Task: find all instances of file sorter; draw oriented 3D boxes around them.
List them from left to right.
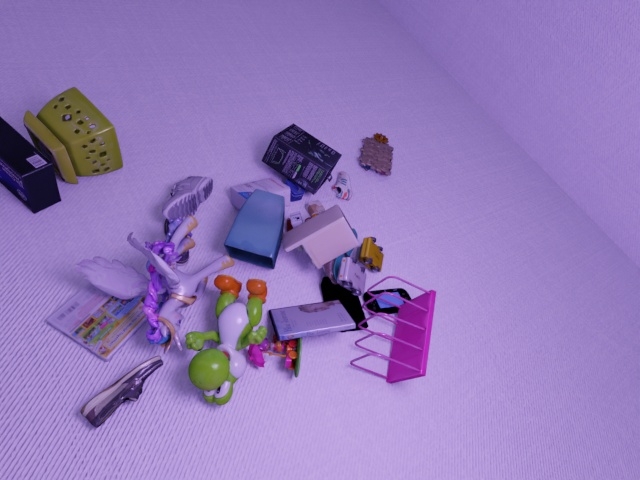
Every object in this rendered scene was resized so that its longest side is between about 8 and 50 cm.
[{"bbox_3d":[0.234,0.292,1.368,0.183,0.202,0.290,25,58,-12],"label":"file sorter"}]

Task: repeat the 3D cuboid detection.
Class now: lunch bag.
[{"bbox_3d":[-0.110,-0.214,1.727,0.067,0.065,0.098,-18,63,-32],"label":"lunch bag"}]

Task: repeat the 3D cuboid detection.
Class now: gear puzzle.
[{"bbox_3d":[0.285,-0.449,2.091,0.176,0.044,0.338,20,47,-6],"label":"gear puzzle"}]

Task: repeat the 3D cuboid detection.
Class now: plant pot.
[{"bbox_3d":[-0.851,-0.345,1.417,0.228,0.227,0.207,43,57,10],"label":"plant pot"},{"bbox_3d":[-0.208,-0.046,1.433,0.166,0.165,0.234,16,71,1],"label":"plant pot"}]

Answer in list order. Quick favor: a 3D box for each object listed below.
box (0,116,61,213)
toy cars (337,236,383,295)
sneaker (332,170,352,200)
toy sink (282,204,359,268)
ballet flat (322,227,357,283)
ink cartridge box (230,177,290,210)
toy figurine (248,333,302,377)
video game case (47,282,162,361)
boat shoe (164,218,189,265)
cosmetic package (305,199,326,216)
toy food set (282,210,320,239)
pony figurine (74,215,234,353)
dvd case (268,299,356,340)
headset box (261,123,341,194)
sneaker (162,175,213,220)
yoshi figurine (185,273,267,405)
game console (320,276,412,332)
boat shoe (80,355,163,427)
[{"bbox_3d":[-0.968,-0.240,1.308,0.261,0.184,0.103,39,52,8],"label":"box"},{"bbox_3d":[0.136,0.089,1.504,0.087,0.176,0.394,2,19,26],"label":"toy cars"},{"bbox_3d":[0.090,-0.252,1.846,0.076,0.057,0.161,6,56,-26],"label":"sneaker"},{"bbox_3d":[0.000,0.000,1.460,0.131,0.234,0.152,59,6,-21],"label":"toy sink"},{"bbox_3d":[0.058,0.062,1.562,0.107,0.106,0.316,68,29,-24],"label":"ballet flat"},{"bbox_3d":[-0.233,-0.173,1.603,0.191,0.082,0.140,-18,36,-34],"label":"ink cartridge box"},{"bbox_3d":[-0.145,0.338,1.285,0.160,0.129,0.173,7,31,-7],"label":"toy figurine"},{"bbox_3d":[-0.630,0.211,1.218,0.207,0.026,0.227,32,49,3],"label":"video game case"},{"bbox_3d":[-0.493,-0.014,1.416,0.075,0.064,0.205,-8,58,-25],"label":"boat shoe"},{"bbox_3d":[-0.008,-0.110,1.709,0.060,0.041,0.115,-20,65,-34],"label":"cosmetic package"},{"bbox_3d":[-0.111,-0.073,1.582,0.233,0.111,0.104,-17,58,4],"label":"toy food set"},{"bbox_3d":[-0.449,0.097,1.193,0.350,0.303,0.363,54,37,-26],"label":"pony figurine"},{"bbox_3d":[-0.032,0.255,1.343,0.254,0.022,0.180,-7,19,-14],"label":"dvd case"},{"bbox_3d":[-0.065,-0.348,1.757,0.283,0.131,0.246,32,32,-2],"label":"headset box"},{"bbox_3d":[-0.502,-0.155,1.500,0.116,0.105,0.281,14,31,8],"label":"sneaker"},{"bbox_3d":[-0.270,0.275,1.171,0.203,0.204,0.361,23,64,-29],"label":"yoshi figurine"},{"bbox_3d":[0.183,0.222,1.541,0.362,0.044,0.213,-2,56,-25],"label":"game console"},{"bbox_3d":[-0.513,0.401,1.095,0.224,0.080,0.073,-36,80,-32],"label":"boat shoe"}]
